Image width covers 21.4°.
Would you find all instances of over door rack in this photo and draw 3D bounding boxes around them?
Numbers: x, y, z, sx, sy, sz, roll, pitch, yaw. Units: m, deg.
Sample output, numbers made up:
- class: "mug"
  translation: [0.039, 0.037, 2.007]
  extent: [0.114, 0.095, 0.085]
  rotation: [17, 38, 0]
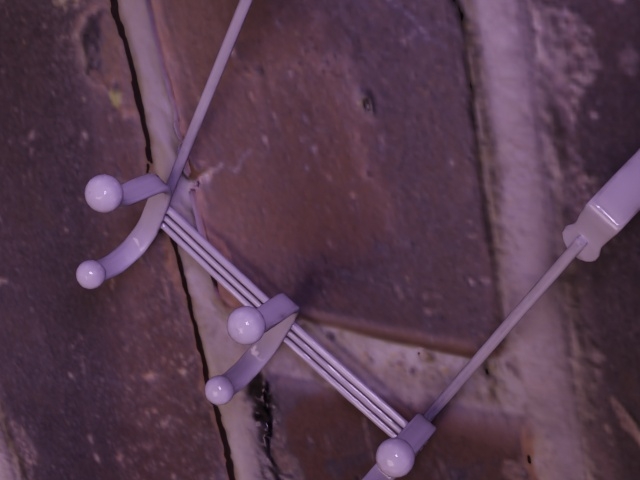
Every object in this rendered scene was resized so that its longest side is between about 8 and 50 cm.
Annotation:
- class: "over door rack"
  translation: [0.000, 0.000, 0.927]
  extent: [0.239, 0.108, 0.324]
  rotation: [41, 135, 7]
